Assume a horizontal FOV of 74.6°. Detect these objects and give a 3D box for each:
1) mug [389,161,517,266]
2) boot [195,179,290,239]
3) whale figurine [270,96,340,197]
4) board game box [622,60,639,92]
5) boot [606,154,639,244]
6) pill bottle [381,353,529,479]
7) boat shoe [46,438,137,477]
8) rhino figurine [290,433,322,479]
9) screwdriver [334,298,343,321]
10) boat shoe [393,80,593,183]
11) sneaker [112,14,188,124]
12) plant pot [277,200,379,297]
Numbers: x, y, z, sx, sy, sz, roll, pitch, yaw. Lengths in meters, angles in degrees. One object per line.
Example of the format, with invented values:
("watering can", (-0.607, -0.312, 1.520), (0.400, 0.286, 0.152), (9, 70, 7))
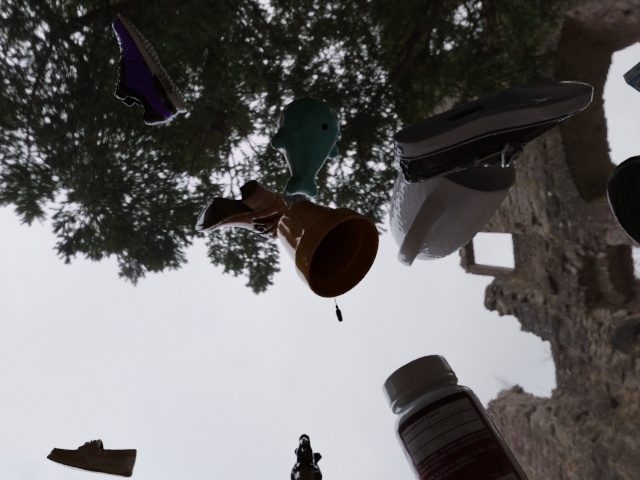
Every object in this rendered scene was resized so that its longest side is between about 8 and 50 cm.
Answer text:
("mug", (0.309, -0.080, 1.145), (0.276, 0.328, 0.374), (31, -132, 13))
("boot", (-0.227, -0.066, 1.317), (0.283, 0.109, 0.220), (-30, -39, 19))
("whale figurine", (-0.029, -0.257, 1.163), (0.216, 0.141, 0.272), (5, -87, -33))
("board game box", (0.552, -0.239, 0.619), (0.154, 0.103, 0.026), (25, -129, -13))
("boot", (0.472, -0.060, 0.552), (0.236, 0.085, 0.179), (37, -126, -8))
("pill bottle", (0.308, 0.484, 0.976), (0.223, 0.392, 0.224), (-14, -43, -13))
("boat shoe", (-0.451, 0.429, 0.840), (0.169, 0.063, 0.059), (12, -126, -3))
("rhino figurine", (-0.030, 0.506, 0.901), (0.073, 0.106, 0.243), (1, -59, 2))
("screwdriver", (0.057, 0.233, 1.601), (0.024, 0.025, 0.170), (-20, -78, -18))
("boat shoe", (0.279, -0.169, 0.692), (0.306, 0.113, 0.105), (-19, -57, 7))
("sneaker", (-0.483, -0.432, 1.090), (0.146, 0.102, 0.293), (-32, -90, 2))
("plant pot", (0.000, 0.000, 0.987), (0.205, 0.188, 0.205), (-21, -52, -30))
